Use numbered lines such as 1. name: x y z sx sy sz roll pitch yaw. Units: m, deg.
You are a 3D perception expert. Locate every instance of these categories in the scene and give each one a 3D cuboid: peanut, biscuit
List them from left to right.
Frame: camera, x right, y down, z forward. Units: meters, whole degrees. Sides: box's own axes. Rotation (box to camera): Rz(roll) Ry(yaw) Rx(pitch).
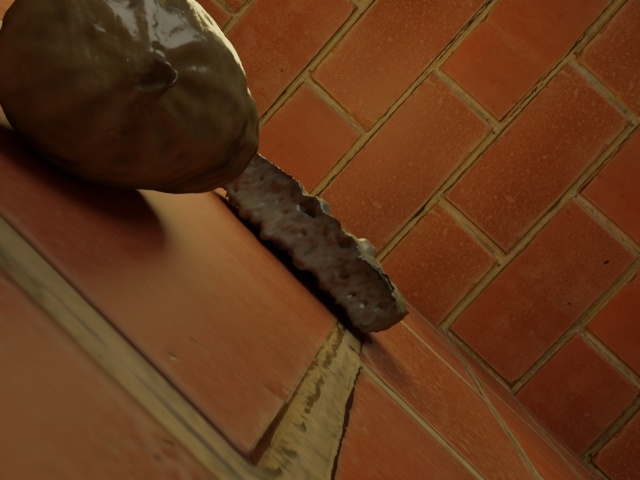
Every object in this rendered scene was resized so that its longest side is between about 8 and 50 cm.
1. peanut: -0.107 -0.092 0.396 0.129 0.129 0.224 43 7 5
2. biscuit: 0.000 0.000 0.750 0.281 0.084 0.179 43 5 17
